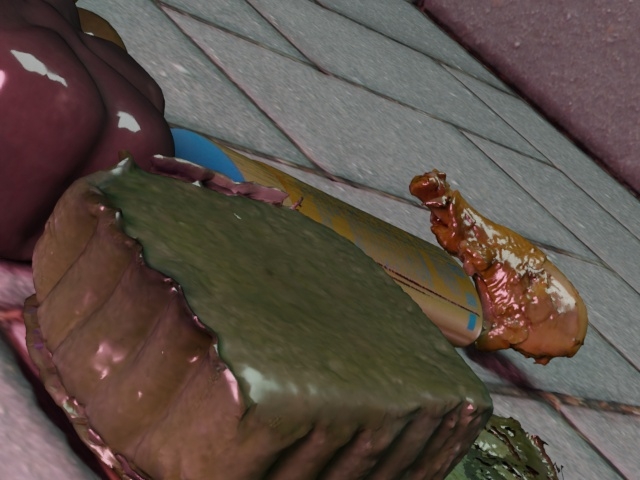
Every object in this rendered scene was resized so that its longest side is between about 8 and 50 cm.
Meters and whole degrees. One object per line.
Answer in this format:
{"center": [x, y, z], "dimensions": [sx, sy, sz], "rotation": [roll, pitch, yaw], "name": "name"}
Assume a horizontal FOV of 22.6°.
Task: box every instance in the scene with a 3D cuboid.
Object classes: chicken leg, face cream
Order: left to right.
{"center": [0.000, 0.000, 1.266], "dimensions": [0.285, 0.067, 0.139], "rotation": [25, 15, -38], "name": "face cream"}
{"center": [0.145, 0.028, 1.402], "dimensions": [0.207, 0.101, 0.085], "rotation": [48, 2, -3], "name": "chicken leg"}

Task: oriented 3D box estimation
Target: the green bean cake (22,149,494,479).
{"center": [-0.044, 0.059, 0.893], "dimensions": [0.227, 0.125, 0.222], "rotation": [17, 27, -46], "name": "green bean cake"}

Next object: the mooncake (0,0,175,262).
{"center": [-0.206, -0.091, 0.984], "dimensions": [0.245, 0.133, 0.245], "rotation": [41, 11, -10], "name": "mooncake"}

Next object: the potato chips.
{"center": [0.101, 0.153, 1.124], "dimensions": [0.202, 0.029, 0.220], "rotation": [46, 20, 29], "name": "potato chips"}

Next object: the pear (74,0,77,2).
{"center": [-0.255, -0.246, 1.370], "dimensions": [0.131, 0.107, 0.107], "rotation": [15, 24, -26], "name": "pear"}

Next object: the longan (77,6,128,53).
{"center": [-0.195, -0.128, 1.179], "dimensions": [0.113, 0.092, 0.113], "rotation": [11, 30, -6], "name": "longan"}
